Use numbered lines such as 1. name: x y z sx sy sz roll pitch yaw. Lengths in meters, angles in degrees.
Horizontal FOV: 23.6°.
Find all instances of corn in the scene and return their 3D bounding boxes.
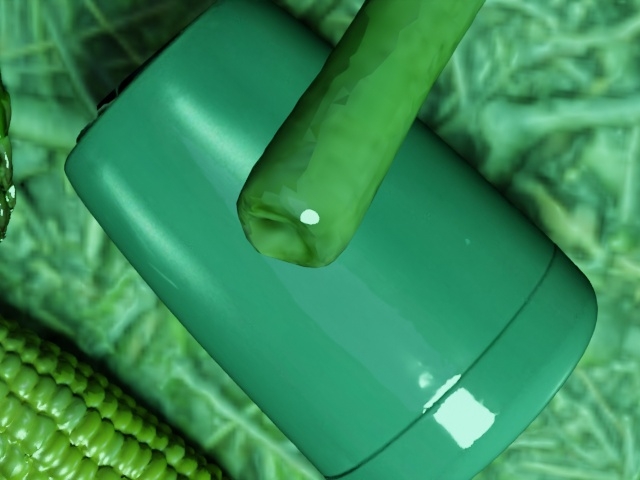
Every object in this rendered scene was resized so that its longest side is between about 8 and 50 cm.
1. corn: -0.073 0.129 0.625 0.291 0.101 0.101 40 111 -7

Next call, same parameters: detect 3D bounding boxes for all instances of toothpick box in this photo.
1. toothpick box: 0.000 0.000 0.556 0.184 0.120 0.120 45 111 -4

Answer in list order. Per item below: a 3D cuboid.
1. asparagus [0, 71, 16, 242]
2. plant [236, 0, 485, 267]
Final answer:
1. asparagus: -0.142 -0.114 0.591 0.025 0.024 0.248 18 121 50
2. plant: 0.072 -0.163 0.372 0.306 0.297 0.261 29 125 0
